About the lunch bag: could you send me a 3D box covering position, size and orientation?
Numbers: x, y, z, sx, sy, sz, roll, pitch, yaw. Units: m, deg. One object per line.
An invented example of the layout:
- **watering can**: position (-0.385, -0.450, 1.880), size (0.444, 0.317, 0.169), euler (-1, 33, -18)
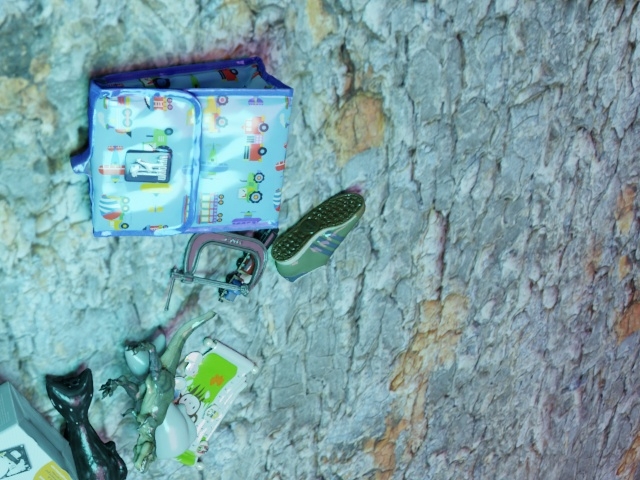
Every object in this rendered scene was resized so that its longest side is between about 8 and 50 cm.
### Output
- **lunch bag**: position (-0.205, -0.126, 1.400), size (0.293, 0.138, 0.220), euler (-8, 123, -25)

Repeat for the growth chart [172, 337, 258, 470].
- **growth chart**: position (-0.208, 0.283, 1.722), size (0.172, 0.021, 0.237), euler (27, 96, -47)

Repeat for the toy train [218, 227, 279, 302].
- **toy train**: position (-0.117, 0.038, 1.632), size (0.027, 0.036, 0.158), euler (32, 93, -49)

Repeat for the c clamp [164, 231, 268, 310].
- **c clamp**: position (-0.162, 0.050, 1.583), size (0.161, 0.022, 0.137), euler (7, 96, -26)

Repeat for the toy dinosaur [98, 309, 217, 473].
- **toy dinosaur**: position (-0.257, 0.210, 1.514), size (0.118, 0.064, 0.268), euler (32, 74, -39)

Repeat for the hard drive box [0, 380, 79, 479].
- **hard drive box**: position (-0.486, 0.327, 1.394), size (0.232, 0.089, 0.181), euler (-29, 135, -2)

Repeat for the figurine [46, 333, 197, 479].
- **figurine**: position (-0.311, 0.266, 1.560), size (0.215, 0.092, 0.209), euler (-25, 120, -31)

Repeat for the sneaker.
- **sneaker**: position (0.000, 0.000, 1.702), size (0.192, 0.064, 0.086), euler (-37, 143, -19)
